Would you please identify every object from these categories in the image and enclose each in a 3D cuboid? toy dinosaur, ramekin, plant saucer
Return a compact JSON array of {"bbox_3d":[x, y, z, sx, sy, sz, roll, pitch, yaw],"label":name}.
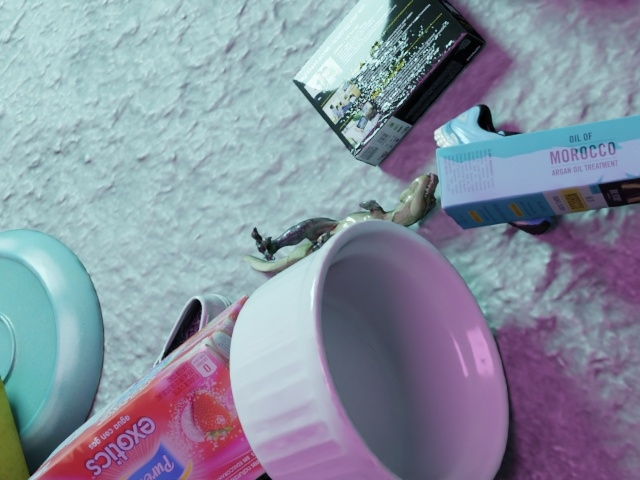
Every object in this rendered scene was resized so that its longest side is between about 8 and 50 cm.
[{"bbox_3d":[0.000,0.000,1.624,0.268,0.118,0.064,-19,87,31],"label":"toy dinosaur"},{"bbox_3d":[0.043,0.131,1.477,0.135,0.277,0.277,-26,66,37],"label":"ramekin"},{"bbox_3d":[-0.398,0.139,1.914,0.317,0.043,0.318,-8,75,34],"label":"plant saucer"}]

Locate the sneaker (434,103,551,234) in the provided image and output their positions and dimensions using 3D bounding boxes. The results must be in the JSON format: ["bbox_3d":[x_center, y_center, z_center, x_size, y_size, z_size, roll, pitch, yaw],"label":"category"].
[{"bbox_3d":[0.179,-0.074,1.547,0.073,0.063,0.162,-44,60,16],"label":"sneaker"}]

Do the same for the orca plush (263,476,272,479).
[{"bbox_3d":[-0.068,0.300,1.527,0.151,0.102,0.287,25,58,37],"label":"orca plush"}]

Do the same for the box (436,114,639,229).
[{"bbox_3d":[0.237,-0.065,1.440,0.244,0.100,0.060,-9,76,15],"label":"box"}]

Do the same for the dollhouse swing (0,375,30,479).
[{"bbox_3d":[-0.482,0.348,1.759,0.305,0.315,0.347,-19,80,9],"label":"dollhouse swing"}]

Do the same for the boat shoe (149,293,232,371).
[{"bbox_3d":[-0.157,0.142,1.732,0.066,0.063,0.184,39,102,34],"label":"boat shoe"}]

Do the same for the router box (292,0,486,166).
[{"bbox_3d":[0.070,-0.188,1.655,0.179,0.046,0.133,-48,58,17],"label":"router box"}]

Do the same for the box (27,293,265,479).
[{"bbox_3d":[-0.156,0.213,1.638,0.300,0.154,0.142,-39,96,22],"label":"box"}]
